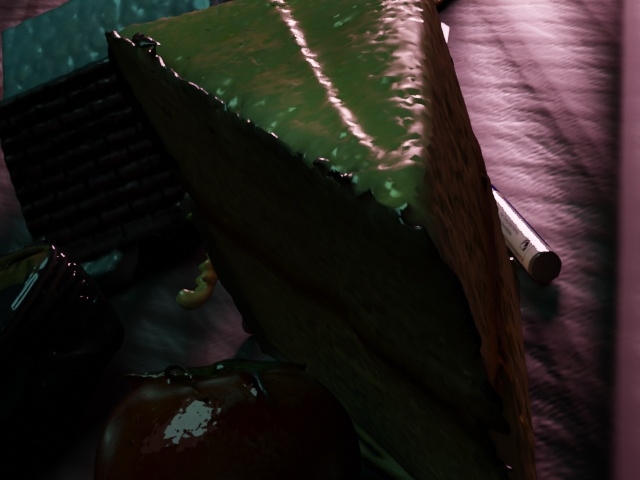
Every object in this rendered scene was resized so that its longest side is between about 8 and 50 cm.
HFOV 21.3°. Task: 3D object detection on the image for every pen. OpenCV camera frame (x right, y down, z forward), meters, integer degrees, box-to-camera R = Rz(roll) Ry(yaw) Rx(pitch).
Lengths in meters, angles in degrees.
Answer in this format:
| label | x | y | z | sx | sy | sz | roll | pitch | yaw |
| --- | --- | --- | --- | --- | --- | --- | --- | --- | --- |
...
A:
| label | x | y | z | sx | sy | sz | roll | pitch | yaw |
| --- | --- | --- | --- | --- | --- | --- | --- | --- | --- |
| pen | 0.141 | -0.015 | 1.291 | 0.025 | 0.025 | 0.204 | -27 | 22 | 0 |

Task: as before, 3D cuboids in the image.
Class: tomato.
| label | x | y | z | sx | sy | sz | roll | pitch | yaw |
| --- | --- | --- | --- | --- | --- | --- | --- | --- | --- |
| tomato | -0.058 | 0.144 | 1.011 | 0.167 | 0.167 | 0.167 | -22 | 23 | 10 |

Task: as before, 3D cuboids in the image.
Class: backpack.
| label | x | y | z | sx | sy | sz | roll | pitch | yaw |
| --- | --- | --- | --- | --- | --- | --- | --- | --- | --- |
| backpack | -0.275 | 0.102 | 1.372 | 0.258 | 0.133 | 0.206 | -9 | 36 | 48 |

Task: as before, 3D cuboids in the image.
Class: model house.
| label | x | y | z | sx | sy | sz | roll | pitch | yaw |
| --- | --- | --- | --- | --- | --- | --- | --- | --- | --- |
| model house | -0.125 | -0.091 | 1.568 | 0.281 | 0.230 | 0.248 | -19 | 65 | 25 |

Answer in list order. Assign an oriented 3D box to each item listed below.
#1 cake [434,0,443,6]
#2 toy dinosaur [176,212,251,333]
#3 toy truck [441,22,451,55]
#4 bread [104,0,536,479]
| label | x | y | z | sx | sy | sz | roll | pitch | yaw |
| --- | --- | --- | --- | --- | --- | --- | --- | --- | --- |
| cake | -0.039 | -0.370 | 1.878 | 0.293 | 0.306 | 0.314 | -40 | 26 | -24 |
| toy dinosaur | 0.002 | 0.009 | 1.301 | 0.194 | 0.177 | 0.152 | -32 | -24 | 19 |
| toy truck | 0.085 | -0.167 | 1.637 | 0.074 | 0.063 | 0.136 | -1 | 32 | 10 |
| bread | 0.003 | 0.038 | 0.970 | 0.242 | 0.345 | 0.405 | -13 | 32 | 14 |
